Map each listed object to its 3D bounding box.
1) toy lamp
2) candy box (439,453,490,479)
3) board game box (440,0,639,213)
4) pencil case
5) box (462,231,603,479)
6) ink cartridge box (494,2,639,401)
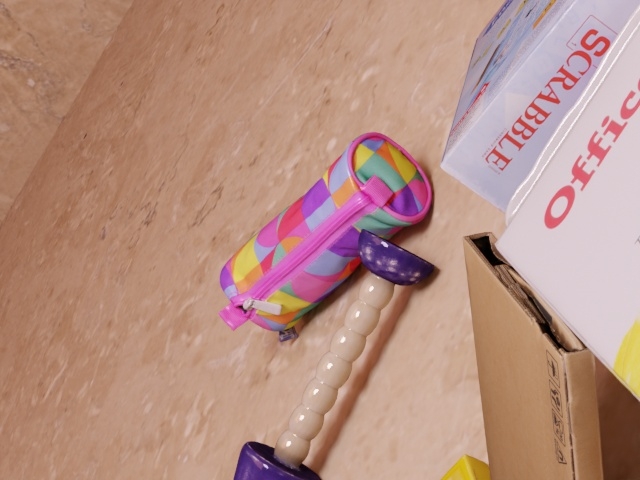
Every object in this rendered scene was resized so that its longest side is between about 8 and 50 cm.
[{"bbox_3d":[0.002,0.126,1.107,0.274,0.080,0.080,-64,24,2],"label":"toy lamp"},{"bbox_3d":[0.095,0.247,0.858,0.105,0.027,0.206,-50,27,22],"label":"candy box"},{"bbox_3d":[0.214,-0.202,0.893,0.318,0.066,0.318,-52,6,26],"label":"board game box"},{"bbox_3d":[0.000,0.000,1.215,0.236,0.104,0.104,-44,31,39],"label":"pencil case"},{"bbox_3d":[0.128,0.114,0.776,0.164,0.021,0.201,-120,18,-64],"label":"box"},{"bbox_3d":[0.275,-0.009,0.580,0.279,0.160,0.384,-57,25,13],"label":"ink cartridge box"}]
